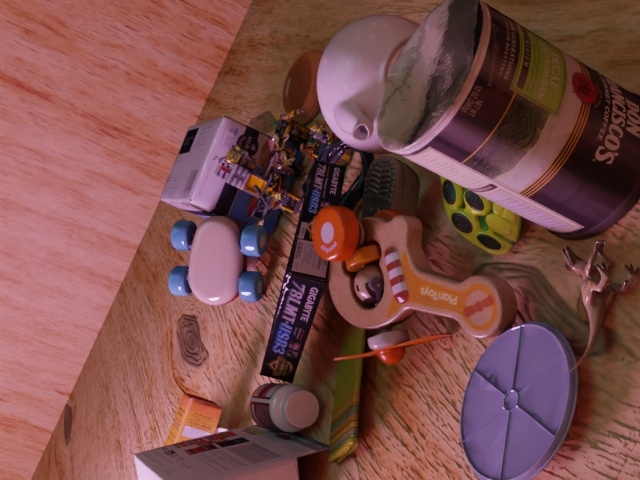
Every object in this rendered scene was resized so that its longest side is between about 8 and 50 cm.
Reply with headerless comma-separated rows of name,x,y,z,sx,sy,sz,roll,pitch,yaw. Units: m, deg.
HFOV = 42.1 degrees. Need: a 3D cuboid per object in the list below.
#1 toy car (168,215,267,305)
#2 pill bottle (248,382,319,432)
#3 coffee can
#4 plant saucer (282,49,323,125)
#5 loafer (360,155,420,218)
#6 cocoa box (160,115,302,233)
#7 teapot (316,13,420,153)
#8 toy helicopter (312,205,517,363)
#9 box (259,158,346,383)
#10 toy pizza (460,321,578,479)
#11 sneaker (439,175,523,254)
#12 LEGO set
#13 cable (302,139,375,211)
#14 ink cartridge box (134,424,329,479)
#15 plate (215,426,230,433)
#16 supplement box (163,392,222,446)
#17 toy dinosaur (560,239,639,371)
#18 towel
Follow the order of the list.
toy car,-0.215,0.047,2.015,0.238,0.219,0.210,0,-87,-72
pill bottle,-0.064,0.300,1.489,0.152,0.086,0.086,-16,54,63
coffee can,0.235,-0.142,1.002,0.201,0.275,0.201,-48,29,38
plant saucer,-0.045,-0.395,2.137,0.200,0.037,0.199,-26,58,54
loafer,0.115,-0.006,1.390,0.102,0.092,0.268,29,112,49
cocoa box,-0.237,-0.163,2.146,0.347,0.228,0.231,7,75,67
teapot,0.135,-0.265,1.386,0.187,0.253,0.255,7,87,54
toy helicopter,0.127,0.083,1.179,0.355,0.140,0.234,13,98,52
box,-0.030,0.056,1.503,0.293,0.073,0.295,-76,2,-46
toy pizza,0.238,0.194,0.987,0.201,0.032,0.201,-50,27,38
sneaker,0.225,-0.103,1.216,0.109,0.124,0.295,-50,46,30
LEGO set,-0.101,-0.183,1.851,0.255,0.192,0.331,-58,32,10
cable,0.039,-0.128,1.669,0.150,0.047,0.184,42,107,42
ink cartridge box,-0.149,0.424,1.440,0.309,0.272,0.130,-6,93,65
plate,-0.266,0.533,1.769,0.278,0.045,0.277,-15,55,62
supplement box,-0.286,0.444,1.740,0.078,0.080,0.233,-1,69,68
toy dinosaur,0.315,0.063,0.943,0.183,0.053,0.092,-80,9,-47
towel,0.050,0.239,1.360,0.102,0.021,0.237,126,157,-51
